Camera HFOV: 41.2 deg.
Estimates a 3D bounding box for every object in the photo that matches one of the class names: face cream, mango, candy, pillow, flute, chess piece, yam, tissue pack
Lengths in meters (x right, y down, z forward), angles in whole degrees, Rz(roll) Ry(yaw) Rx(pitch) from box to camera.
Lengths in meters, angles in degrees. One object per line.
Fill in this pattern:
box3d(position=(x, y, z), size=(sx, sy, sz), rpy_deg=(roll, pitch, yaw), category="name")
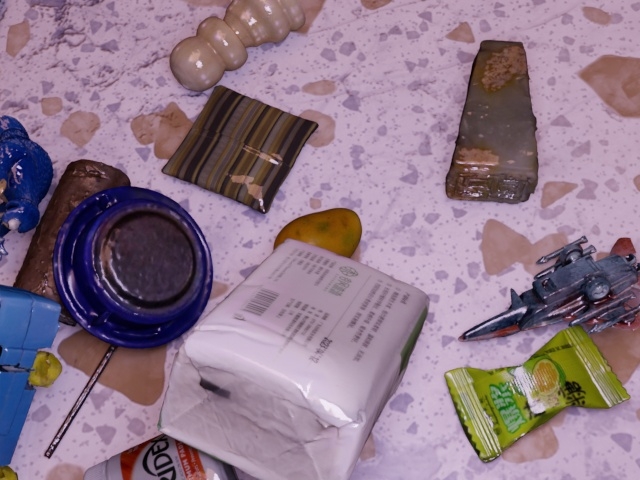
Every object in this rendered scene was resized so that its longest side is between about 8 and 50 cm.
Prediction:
box3d(position=(-0.205, 0.373, 1.191), size=(0.187, 0.201, 0.201), rpy_deg=(-23, 67, -7), category="face cream")
box3d(position=(0.000, 0.005, 1.407), size=(0.163, 0.089, 0.111), rpy_deg=(-18, 65, -14), category="mango")
box3d(position=(0.326, 0.224, 1.301), size=(0.246, 0.069, 0.149), rpy_deg=(-21, 69, -5), category="candy")
box3d(position=(-0.141, -0.166, 1.511), size=(0.212, 0.052, 0.208), rpy_deg=(23, 65, 12), category="pillow")
box3d(position=(-0.366, 0.226, 1.369), size=(0.014, 0.014, 0.269), rpy_deg=(23, 69, 13), category="flute")
box3d(position=(-0.165, -0.377, 1.577), size=(0.261, 0.142, 0.143), rpy_deg=(-42, 70, -7), category="chess piece")
box3d(position=(-0.415, 0.001, 1.416), size=(0.131, 0.131, 0.279), rpy_deg=(11, 66, 8), category="yam")
box3d(position=(-0.024, 0.169, 1.195), size=(0.266, 0.193, 0.356), rpy_deg=(22, 28, 13), category="tissue pack")

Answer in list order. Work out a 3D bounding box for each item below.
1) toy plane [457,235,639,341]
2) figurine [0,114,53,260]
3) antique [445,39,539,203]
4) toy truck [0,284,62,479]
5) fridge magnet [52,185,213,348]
box3d(position=(0.366, 0.088, 1.329), size=(0.326, 0.104, 0.223), rpy_deg=(-16, 37, -5), category="toy plane")
box3d(position=(-0.508, -0.096, 1.436), size=(0.121, 0.164, 0.262), rpy_deg=(2, 47, -26), category="figurine")
box3d(position=(0.299, -0.212, 1.467), size=(0.150, 0.125, 0.284), rpy_deg=(6, 67, 5), category="antique")
box3d(position=(-0.516, 0.249, 1.240), size=(0.162, 0.161, 0.384), rpy_deg=(17, 88, 26), category="toy truck")
box3d(position=(-0.290, 0.039, 1.354), size=(0.266, 0.113, 0.265), rpy_deg=(9, 73, -32), category="fridge magnet")
